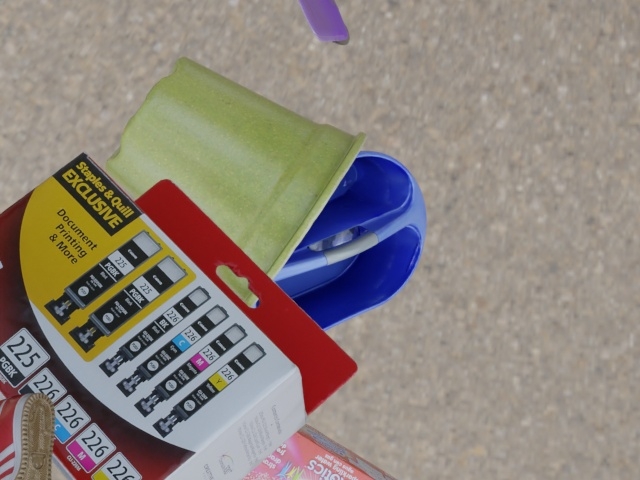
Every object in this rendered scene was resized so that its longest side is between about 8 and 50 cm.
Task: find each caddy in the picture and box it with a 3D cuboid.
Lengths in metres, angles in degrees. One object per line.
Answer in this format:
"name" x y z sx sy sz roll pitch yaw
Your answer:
"caddy" 0.000 0.000 1.996 0.179 0.341 0.241 16 124 55

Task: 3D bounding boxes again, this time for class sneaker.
"sneaker" -0.237 0.174 1.022 0.067 0.118 0.042 -7 159 38

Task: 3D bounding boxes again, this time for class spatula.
"spatula" 0.005 -0.225 1.365 0.030 0.296 0.084 -24 89 5

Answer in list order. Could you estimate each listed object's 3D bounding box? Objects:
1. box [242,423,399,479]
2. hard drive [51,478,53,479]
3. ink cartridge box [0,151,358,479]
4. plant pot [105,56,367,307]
"box" -0.009 0.336 1.872 0.257 0.128 0.122 33 90 -7
"hard drive" -0.311 0.338 1.378 0.254 0.172 0.054 56 160 12
"ink cartridge box" -0.163 0.080 1.239 0.309 0.272 0.130 43 162 23
"plant pot" -0.121 -0.090 1.726 0.254 0.276 0.276 34 128 -3
